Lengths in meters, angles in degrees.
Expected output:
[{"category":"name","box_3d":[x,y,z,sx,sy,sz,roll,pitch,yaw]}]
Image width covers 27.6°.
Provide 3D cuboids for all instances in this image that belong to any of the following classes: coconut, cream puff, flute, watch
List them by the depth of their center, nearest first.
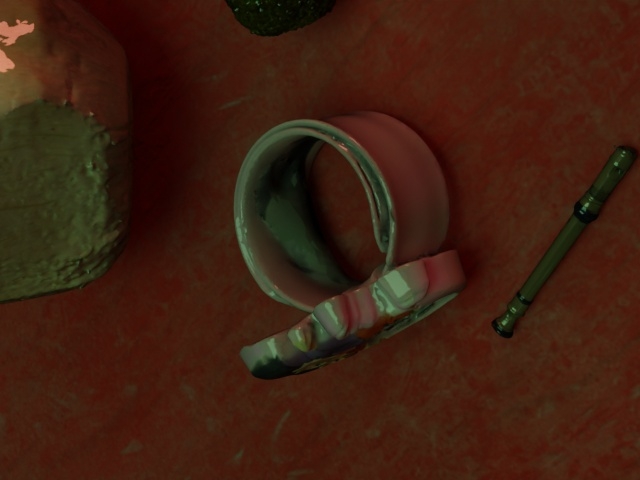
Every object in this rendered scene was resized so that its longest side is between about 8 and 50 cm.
[{"category":"flute","box_3d":[0.231,0.003,1.239,0.027,0.027,0.233,39,122,15]},{"category":"cream puff","box_3d":[-0.052,-0.277,1.255,0.183,0.183,0.169,-4,129,33]},{"category":"watch","box_3d":[0.000,0.000,1.290,0.244,0.196,0.231,-33,81,39]},{"category":"coconut","box_3d":[-0.401,-0.097,1.369,0.415,0.344,0.415,-3,111,-8]}]
